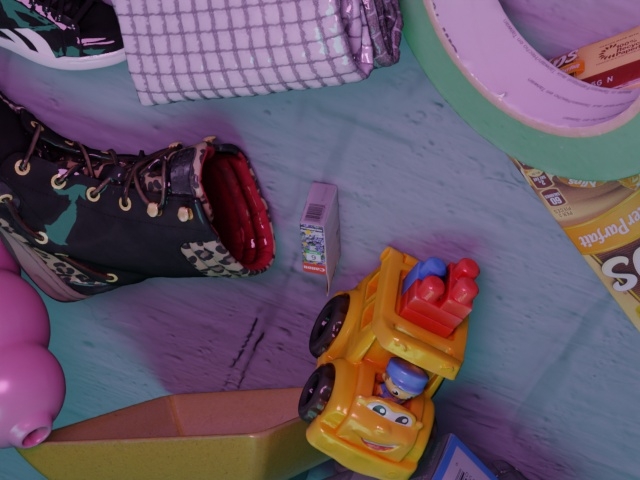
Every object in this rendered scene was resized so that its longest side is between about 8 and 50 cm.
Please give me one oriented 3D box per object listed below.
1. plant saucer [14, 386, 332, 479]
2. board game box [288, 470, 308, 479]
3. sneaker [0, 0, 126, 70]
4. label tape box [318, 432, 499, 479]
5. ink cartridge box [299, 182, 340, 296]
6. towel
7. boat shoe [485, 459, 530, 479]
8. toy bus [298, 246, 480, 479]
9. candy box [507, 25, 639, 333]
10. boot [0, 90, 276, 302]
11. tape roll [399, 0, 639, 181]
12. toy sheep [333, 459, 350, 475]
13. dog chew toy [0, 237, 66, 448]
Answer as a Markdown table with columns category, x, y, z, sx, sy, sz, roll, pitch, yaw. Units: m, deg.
| category | x | y | z | sx | sy | sz | roll | pitch | yaw |
| --- | --- | --- | --- | --- | --- | --- | --- | --- | --- |
| plant saucer | -0.128 | 0.237 | 1.679 | 0.333 | 0.333 | 0.081 | -6 | 92 | 27 |
| board game box | -0.110 | 0.354 | 1.996 | 0.160 | 0.047 | 0.210 | 17 | 139 | 3 |
| sneaker | -0.280 | -0.239 | 1.371 | 0.217 | 0.079 | 0.121 | 12 | 141 | 11 |
| label tape box | 0.106 | 0.393 | 1.760 | 0.249 | 0.115 | 0.347 | 45 | 134 | -17 |
| ink cartridge box | 0.000 | 0.000 | 1.542 | 0.029 | 0.063 | 0.115 | 9 | 139 | 11 |
| towel | -0.067 | -0.262 | 1.173 | 0.235 | 0.121 | 0.284 | -1 | 108 | 33 |
| boat shoe | 0.233 | 0.391 | 1.891 | 0.099 | 0.116 | 0.319 | 54 | 159 | 28 |
| toy bus | 0.092 | 0.116 | 1.527 | 0.149 | 0.220 | 0.211 | 27 | 133 | -15 |
| candy box | 0.320 | -0.048 | 1.344 | 0.183 | 0.087 | 0.316 | -17 | 127 | 35 |
| boot | -0.236 | -0.069 | 1.500 | 0.284 | 0.138 | 0.377 | -3 | 139 | 26 |
| tape roll | 0.188 | -0.204 | 1.119 | 0.321 | 0.077 | 0.321 | 33 | 142 | 30 |
| toy sheep | 0.059 | 0.297 | 1.839 | 0.091 | 0.091 | 0.132 | -7 | 119 | 28 |
| dog chew toy | -0.401 | 0.096 | 1.618 | 0.332 | 0.206 | 0.206 | 51 | 148 | 26 |
